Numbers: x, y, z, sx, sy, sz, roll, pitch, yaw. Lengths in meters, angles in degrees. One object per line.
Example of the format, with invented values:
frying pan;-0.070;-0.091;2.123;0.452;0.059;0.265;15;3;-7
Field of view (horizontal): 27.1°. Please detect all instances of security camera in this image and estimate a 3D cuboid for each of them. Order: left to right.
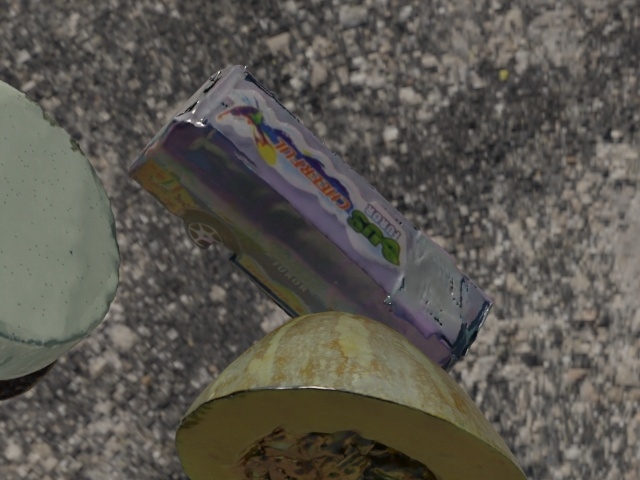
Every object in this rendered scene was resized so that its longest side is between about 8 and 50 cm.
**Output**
security camera;-0.265;0.024;0.824;0.236;0.194;0.195;-30;58;31

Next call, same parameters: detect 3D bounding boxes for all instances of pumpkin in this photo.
pumpkin;0.024;0.115;0.807;0.217;0.217;0.110;0;47;12

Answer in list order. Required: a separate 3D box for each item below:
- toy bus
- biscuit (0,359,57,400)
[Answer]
toy bus;0.000;0.000;1.092;0.317;0.138;0.112;41;57;-7
biscuit;-0.277;0.075;1.014;0.175;0.124;0.026;-28;20;-23
